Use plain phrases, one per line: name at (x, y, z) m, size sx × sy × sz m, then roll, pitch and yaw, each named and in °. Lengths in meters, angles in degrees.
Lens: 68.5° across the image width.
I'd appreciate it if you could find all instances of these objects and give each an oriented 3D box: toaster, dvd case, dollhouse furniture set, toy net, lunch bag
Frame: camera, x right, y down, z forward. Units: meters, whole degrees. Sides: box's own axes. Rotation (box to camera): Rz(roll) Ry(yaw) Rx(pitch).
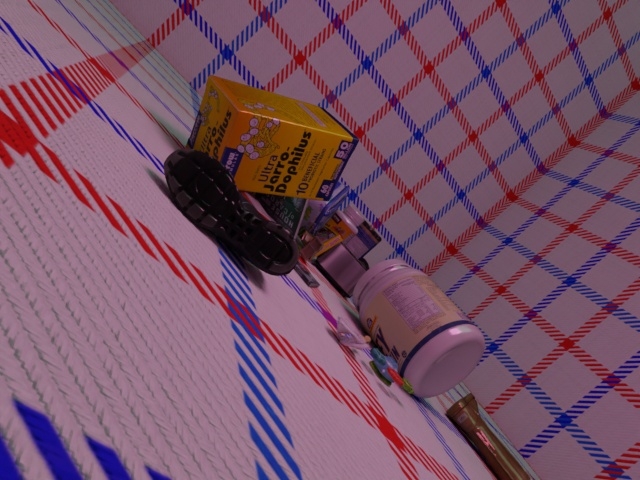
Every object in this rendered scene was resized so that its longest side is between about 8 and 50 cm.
toaster at (0.070, 0.088, 1.527) m, size 0.168 × 0.110 × 0.186 m, roll 47°, pitch 5°, yaw 0°
dvd case at (-0.115, -0.119, 1.326) m, size 0.179 × 0.029 × 0.239 m, roll 45°, pitch 37°, yaw -26°
dollhouse furniture set at (-0.029, 0.019, 1.410) m, size 0.058 × 0.076 × 0.152 m, roll 46°, pitch 4°, yaw -36°
toy net at (0.101, 0.242, 0.972) m, size 0.232 × 0.045 × 0.122 m, roll 43°, pitch 8°, yaw -29°
dvd case at (-0.052, 0.069, 1.176) m, size 0.119 × 0.013 × 0.087 m, roll 50°, pitch 5°, yaw 15°
lunch bag at (0.003, -0.111, 1.547) m, size 0.090 × 0.176 × 0.219 m, roll 38°, pitch 33°, yaw 4°

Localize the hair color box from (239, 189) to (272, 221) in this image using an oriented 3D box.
hair color box at (-0.174, -0.083, 1.135) m, size 0.072 × 0.043 × 0.141 m, roll 41°, pitch 9°, yaw -48°

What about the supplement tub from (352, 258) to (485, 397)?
supplement tub at (0.249, 0.223, 1.262) m, size 0.235 × 0.235 × 0.325 m, roll 43°, pitch 6°, yaw -45°

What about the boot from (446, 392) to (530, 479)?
boot at (0.500, 0.600, 1.404) m, size 0.270 × 0.089 × 0.236 m, roll 50°, pitch 16°, yaw 26°

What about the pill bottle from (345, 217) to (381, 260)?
pill bottle at (0.122, 0.025, 1.839) m, size 0.123 × 0.219 × 0.123 m, roll 47°, pitch 5°, yaw -6°

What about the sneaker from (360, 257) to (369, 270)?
sneaker at (0.206, 0.188, 2.125) m, size 0.286 × 0.109 × 0.130 m, roll 57°, pitch -2°, yaw 20°

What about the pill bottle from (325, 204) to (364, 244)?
pill bottle at (0.057, -0.032, 1.750) m, size 0.117 × 0.215 × 0.117 m, roll 47°, pitch 4°, yaw -5°

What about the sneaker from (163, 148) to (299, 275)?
sneaker at (-0.155, -0.037, 0.783) m, size 0.267 × 0.101 × 0.106 m, roll 46°, pitch -17°, yaw -10°

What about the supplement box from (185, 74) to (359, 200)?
supplement box at (-0.118, -0.244, 1.180) m, size 0.356 × 0.194 × 0.195 m, roll 3°, pitch 35°, yaw -39°

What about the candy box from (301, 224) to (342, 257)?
candy box at (0.000, 0.000, 1.522) m, size 0.027 × 0.105 × 0.206 m, roll 57°, pitch -4°, yaw -15°
